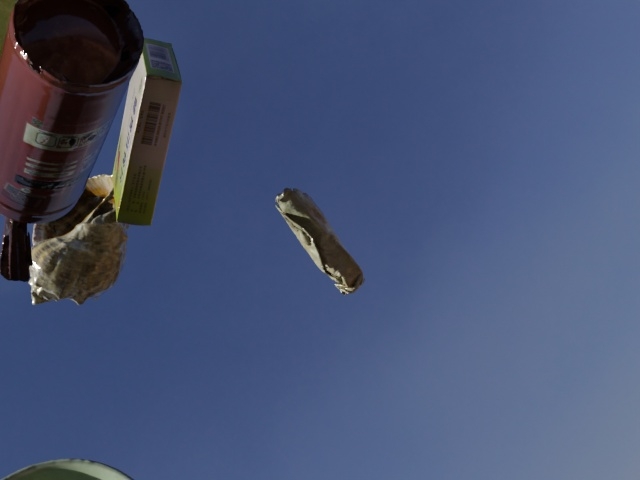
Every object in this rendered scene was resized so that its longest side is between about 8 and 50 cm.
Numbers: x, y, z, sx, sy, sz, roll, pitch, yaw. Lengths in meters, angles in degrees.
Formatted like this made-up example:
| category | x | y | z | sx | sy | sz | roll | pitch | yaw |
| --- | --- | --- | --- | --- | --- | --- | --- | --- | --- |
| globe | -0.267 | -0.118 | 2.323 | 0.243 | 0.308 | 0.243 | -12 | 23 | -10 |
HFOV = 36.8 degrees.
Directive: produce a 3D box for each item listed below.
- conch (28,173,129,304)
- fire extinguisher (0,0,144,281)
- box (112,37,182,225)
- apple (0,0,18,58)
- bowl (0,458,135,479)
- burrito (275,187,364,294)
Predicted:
| category | x | y | z | sx | sy | sz | roll | pitch | yaw |
| --- | --- | --- | --- | --- | --- | --- | --- | --- | --- |
| conch | -0.441 | 0.011 | 1.829 | 0.291 | 0.210 | 0.159 | -39 | -55 | -1 |
| fire extinguisher | -0.252 | -0.073 | 0.867 | 0.106 | 0.147 | 0.337 | 9 | -30 | -21 |
| box | -0.288 | -0.179 | 1.575 | 0.062 | 0.175 | 0.261 | 8 | -61 | -19 |
| apple | -0.528 | -0.235 | 1.105 | 0.374 | 0.384 | 0.375 | 8 | -101 | -45 |
| bowl | -0.302 | 0.432 | 1.144 | 0.307 | 0.307 | 0.163 | -47 | -34 | -21 |
| burrito | 0.000 | 0.000 | 1.117 | 0.041 | 0.149 | 0.055 | -35 | 7 | 8 |
